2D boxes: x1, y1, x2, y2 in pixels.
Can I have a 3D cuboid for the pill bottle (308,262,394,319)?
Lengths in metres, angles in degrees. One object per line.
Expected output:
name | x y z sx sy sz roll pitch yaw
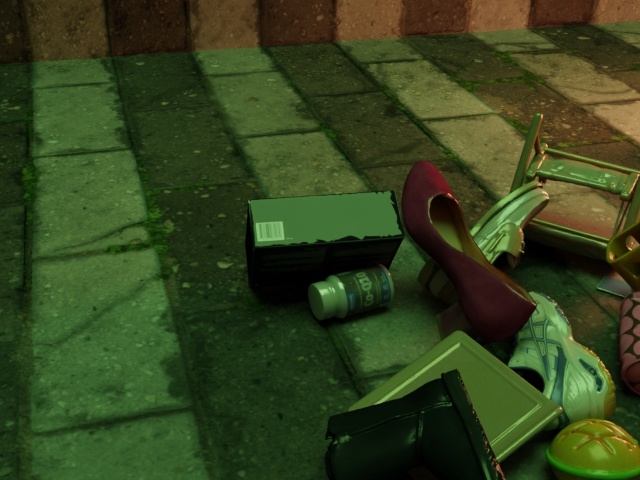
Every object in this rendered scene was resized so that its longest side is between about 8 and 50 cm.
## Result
pill bottle | 0.053 0.091 1.473 0.137 0.078 0.078 -14 33 -23

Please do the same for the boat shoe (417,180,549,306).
boat shoe | 0.322 0.013 1.549 0.302 0.113 0.103 -39 66 -13

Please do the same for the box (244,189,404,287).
box | 0.000 0.000 1.509 0.261 0.184 0.103 -4 64 -9

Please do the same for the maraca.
maraca | 0.370 0.286 1.132 0.127 0.099 0.185 5 6 21

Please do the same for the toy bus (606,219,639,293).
toy bus | 0.597 0.064 1.495 0.190 0.104 0.202 12 49 -46

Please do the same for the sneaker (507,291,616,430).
sneaker | 0.330 0.178 1.305 0.130 0.112 0.296 -16 26 -5

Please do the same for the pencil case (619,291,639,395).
pencil case | 0.534 0.162 1.356 0.098 0.095 0.209 -24 21 27

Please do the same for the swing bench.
swing bench | 0.512 -0.088 1.685 0.253 0.165 0.255 18 77 25

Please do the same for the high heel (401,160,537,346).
high heel | 0.249 -0.005 1.390 0.127 0.181 0.378 8 56 -36

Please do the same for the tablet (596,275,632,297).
tablet | 0.561 0.090 1.565 0.083 0.006 0.054 19 35 30

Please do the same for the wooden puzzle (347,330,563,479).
wooden puzzle | 0.188 0.248 1.204 0.221 0.044 0.238 -32 37 -18

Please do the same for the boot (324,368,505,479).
boot | 0.117 0.289 1.069 0.207 0.094 0.247 -25 35 6
